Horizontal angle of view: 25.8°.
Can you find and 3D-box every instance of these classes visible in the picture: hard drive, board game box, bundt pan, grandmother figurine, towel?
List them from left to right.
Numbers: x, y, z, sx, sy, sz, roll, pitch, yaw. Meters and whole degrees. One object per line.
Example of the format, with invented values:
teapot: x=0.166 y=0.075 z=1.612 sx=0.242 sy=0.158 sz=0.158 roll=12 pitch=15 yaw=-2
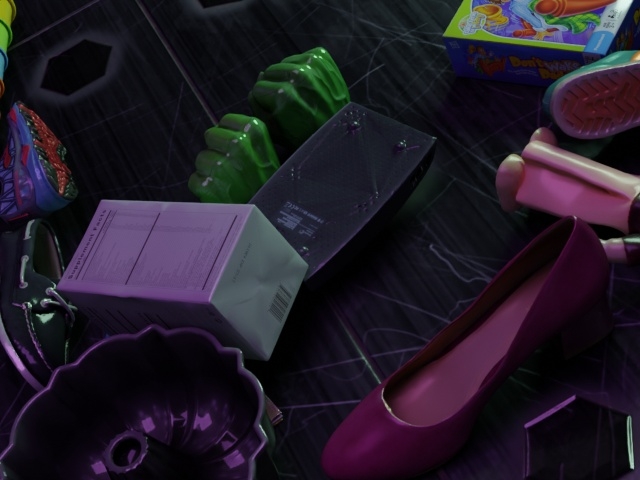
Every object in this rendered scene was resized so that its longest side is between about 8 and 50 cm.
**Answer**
bundt pan: x=-0.189 y=0.262 z=1.555 sx=0.331 sy=0.124 sz=0.330 roll=-13 pitch=49 yaw=16
towel: x=-0.087 y=0.202 z=1.648 sx=0.060 sy=0.009 sz=0.083 roll=-38 pitch=46 yaw=-10
hard drive: x=0.017 y=-0.054 z=1.763 sx=0.172 sy=0.054 sz=0.254 roll=28 pitch=67 yaw=38
board game box: x=0.346 y=-0.357 z=1.898 sx=0.233 sy=0.078 sz=0.347 roll=12 pitch=57 yaw=31
grandmother figurine: x=0.369 y=-0.037 z=1.588 sx=0.342 sy=0.104 sz=0.208 roll=18 pitch=53 yaw=36

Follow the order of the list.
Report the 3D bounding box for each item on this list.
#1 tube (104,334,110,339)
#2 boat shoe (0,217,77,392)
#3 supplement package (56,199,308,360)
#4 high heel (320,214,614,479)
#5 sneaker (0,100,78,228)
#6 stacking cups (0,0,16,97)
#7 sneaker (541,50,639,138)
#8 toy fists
tube: x=-0.234 y=0.076 z=1.803 sx=0.080 sy=0.052 sz=0.207 roll=-10 pitch=53 yaw=25
boat shoe: x=-0.366 y=0.076 z=1.811 sx=0.091 sy=0.114 sz=0.302 roll=-32 pitch=46 yaw=3
supplement package: x=-0.164 y=0.044 z=1.662 sx=0.244 sy=0.134 sz=0.139 roll=3 pitch=58 yaw=36
high heel: x=0.143 y=0.114 z=1.502 sx=0.377 sy=0.181 sz=0.127 roll=-35 pitch=46 yaw=-8
sneaker: x=-0.436 y=-0.107 z=1.998 sx=0.125 sy=0.104 sz=0.262 roll=-36 pitch=32 yaw=3
stacking cups: x=-0.537 y=-0.260 z=2.211 sx=0.096 sy=0.096 sz=0.316 roll=-15 pitch=52 yaw=12
sneaker: x=0.418 y=-0.193 z=1.701 sx=0.302 sy=0.108 sz=0.121 roll=-7 pitch=17 yaw=-1
toy fists: x=-0.066 y=-0.138 z=1.844 sx=0.096 sy=0.142 sz=0.279 roll=24 pitch=63 yaw=37
